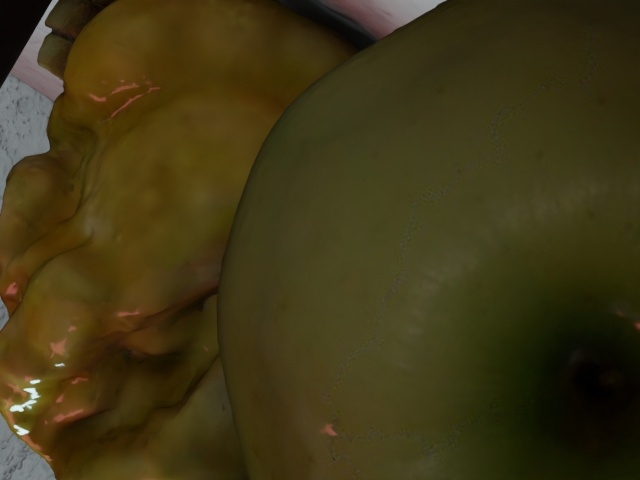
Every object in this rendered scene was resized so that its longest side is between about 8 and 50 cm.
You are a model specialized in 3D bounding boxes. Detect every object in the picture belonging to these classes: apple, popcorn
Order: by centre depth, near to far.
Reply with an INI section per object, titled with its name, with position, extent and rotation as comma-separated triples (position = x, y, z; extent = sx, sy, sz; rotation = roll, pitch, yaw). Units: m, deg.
[apple]
position = 0.095, 0.040, 0.694
extent = 0.279, 0.279, 0.279
rotation = 30, 177, 2
[popcorn]
position = -0.054, 0.026, 1.113
extent = 0.281, 0.315, 0.297
rotation = 3, 164, 41

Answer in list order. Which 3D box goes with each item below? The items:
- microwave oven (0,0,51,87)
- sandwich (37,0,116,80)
[microwave oven]
position = -0.294, -0.182, 1.131
extent = 0.247, 0.188, 0.178
rotation = 32, 177, -40
[sandwich]
position = -0.059, -0.085, 1.408
extent = 0.249, 0.095, 0.273
rotation = 33, 180, 37
